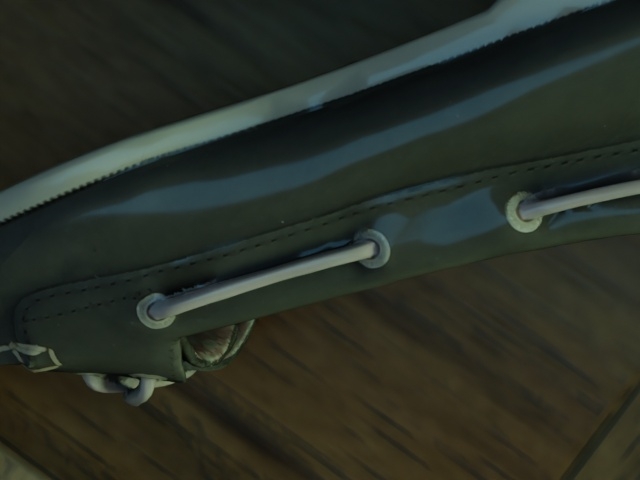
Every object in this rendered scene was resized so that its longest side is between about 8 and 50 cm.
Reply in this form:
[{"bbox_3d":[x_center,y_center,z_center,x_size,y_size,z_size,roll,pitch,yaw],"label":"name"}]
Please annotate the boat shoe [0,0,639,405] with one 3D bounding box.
[{"bbox_3d":[0.000,0.000,0.438,0.335,0.112,0.096,-21,91,15],"label":"boat shoe"}]
